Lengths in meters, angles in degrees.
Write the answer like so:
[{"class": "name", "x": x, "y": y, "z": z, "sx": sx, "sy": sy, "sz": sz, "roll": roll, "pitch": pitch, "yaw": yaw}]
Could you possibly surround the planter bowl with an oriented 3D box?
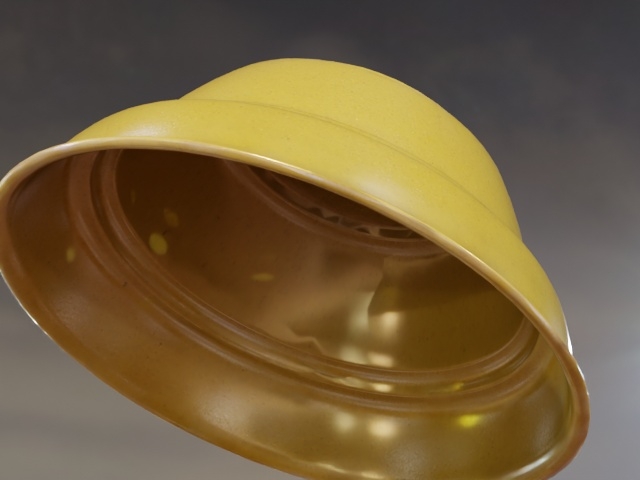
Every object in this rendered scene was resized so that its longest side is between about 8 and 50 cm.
[{"class": "planter bowl", "x": 0.000, "y": 0.000, "z": 0.593, "sx": 0.217, "sy": 0.090, "sz": 0.217, "roll": 17, "pitch": -30, "yaw": 10}]
